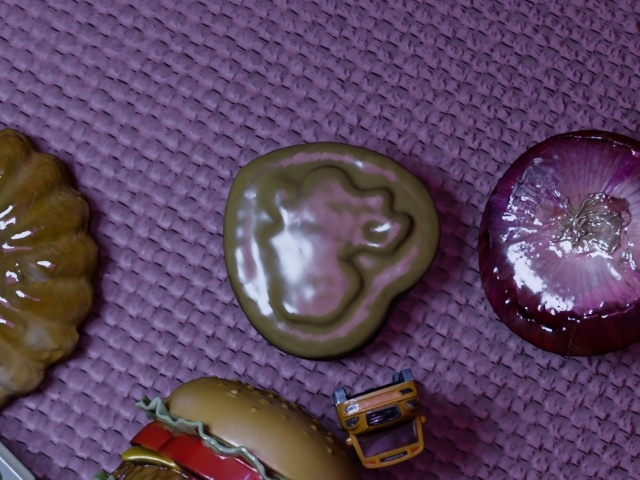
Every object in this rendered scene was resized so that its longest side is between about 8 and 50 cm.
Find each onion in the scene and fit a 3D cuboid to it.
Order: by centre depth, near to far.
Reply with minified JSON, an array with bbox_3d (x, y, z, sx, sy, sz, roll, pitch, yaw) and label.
[{"bbox_3d":[0.277,0.007,1.882,0.248,0.161,0.248,1,70,-2],"label":"onion"}]

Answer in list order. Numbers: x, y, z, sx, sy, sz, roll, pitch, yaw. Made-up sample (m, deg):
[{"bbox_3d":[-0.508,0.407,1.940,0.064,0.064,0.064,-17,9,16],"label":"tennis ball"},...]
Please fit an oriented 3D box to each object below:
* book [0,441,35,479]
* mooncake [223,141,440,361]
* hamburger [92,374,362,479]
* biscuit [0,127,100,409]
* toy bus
[{"bbox_3d":[-0.445,0.218,1.865,0.264,0.027,0.202,45,115,4],"label":"book"},{"bbox_3d":[0.000,0.000,1.909,0.235,0.117,0.235,0,84,0],"label":"mooncake"},{"bbox_3d":[-0.081,0.253,1.791,0.274,0.274,0.212,32,78,5],"label":"hamburger"},{"bbox_3d":[-0.395,0.026,1.915,0.326,0.107,0.325,-1,82,4],"label":"biscuit"},{"bbox_3d":[0.062,0.184,1.835,0.083,0.194,0.088,-17,84,-2],"label":"toy bus"}]
